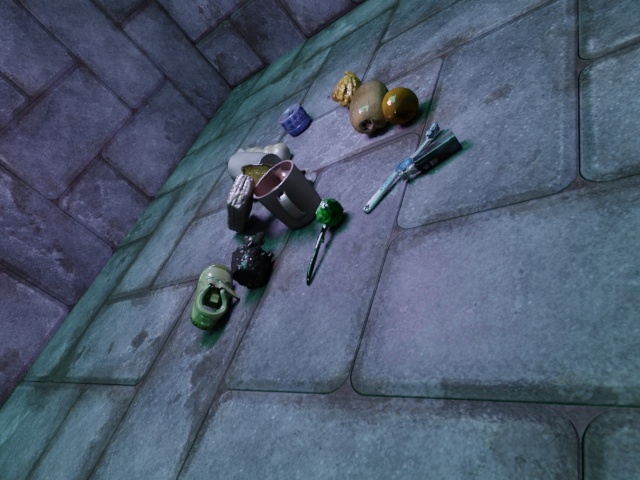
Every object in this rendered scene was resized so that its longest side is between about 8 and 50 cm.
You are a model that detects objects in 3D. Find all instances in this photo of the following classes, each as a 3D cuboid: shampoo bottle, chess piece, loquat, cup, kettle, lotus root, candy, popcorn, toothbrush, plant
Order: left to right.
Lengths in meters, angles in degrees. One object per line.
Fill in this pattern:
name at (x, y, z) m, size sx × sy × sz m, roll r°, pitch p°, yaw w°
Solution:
plant at (-0.252, 0.068, 1.671) m, size 0.142 × 0.131 × 0.203 m, roll -23°, pitch 46°, yaw 35°
kettle at (-0.318, -0.310, 2.166) m, size 0.255 × 0.165 × 0.240 m, roll 15°, pitch 105°, yaw 39°
chess piece at (-0.256, -0.412, 2.289) m, size 0.251 × 0.144 × 0.144 m, roll -5°, pitch 48°, yaw 40°
cup at (-0.109, -0.150, 1.698) m, size 0.191 × 0.200 × 0.253 m, roll -40°, pitch 29°, yaw 8°
candy at (0.000, 0.001, 1.520) m, size 0.097 × 0.097 × 0.324 m, roll -10°, pitch 52°, yaw 44°
popcorn at (0.138, -0.703, 2.160) m, size 0.163 × 0.140 × 0.194 m, roll -53°, pitch 20°, yaw 2°
lotus root at (0.204, -0.564, 1.881) m, size 0.169 × 0.151 × 0.343 m, roll -25°, pitch 38°, yaw 30°
loquat at (0.294, -0.502, 1.711) m, size 0.141 × 0.141 × 0.141 m, roll -31°, pitch 33°, yaw 22°
toothbrush at (0.271, -0.237, 1.521) m, size 0.386 × 0.040 × 0.040 m, roll -50°, pitch 30°, yaw -3°
shampoo bottle at (0.336, -0.259, 1.437) m, size 0.207 × 0.057 × 0.063 m, roll -33°, pitch 32°, yaw 17°

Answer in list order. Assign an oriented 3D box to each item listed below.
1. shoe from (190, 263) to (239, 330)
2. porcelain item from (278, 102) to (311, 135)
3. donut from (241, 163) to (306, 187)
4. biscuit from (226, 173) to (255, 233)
shoe at (-0.380, 0.202, 1.672) m, size 0.128 × 0.140 × 0.262 m, roll -27°, pitch 38°, yaw 45°
porcelain item at (-0.132, -0.632, 2.411) m, size 0.147 × 0.114 × 0.147 m, roll -32°, pitch 32°, yaw 24°
donut at (-0.192, -0.248, 1.902) m, size 0.272 × 0.272 × 0.107 m, roll 3°, pitch 91°, yaw 52°
biscuit at (-0.329, -0.136, 1.872) m, size 0.426 × 0.078 × 0.144 m, roll 129°, pitch 162°, yaw -74°
